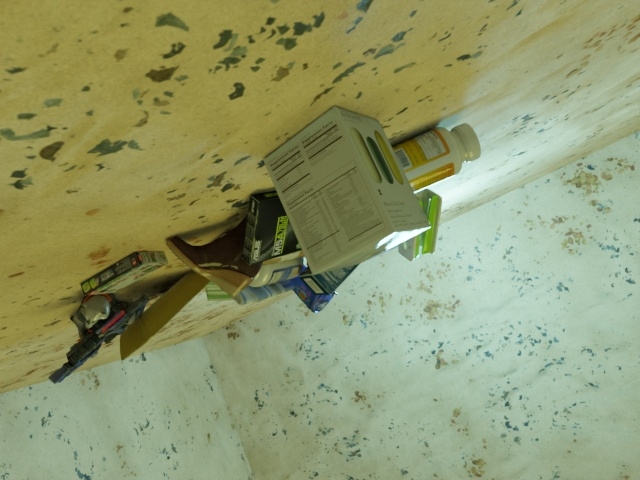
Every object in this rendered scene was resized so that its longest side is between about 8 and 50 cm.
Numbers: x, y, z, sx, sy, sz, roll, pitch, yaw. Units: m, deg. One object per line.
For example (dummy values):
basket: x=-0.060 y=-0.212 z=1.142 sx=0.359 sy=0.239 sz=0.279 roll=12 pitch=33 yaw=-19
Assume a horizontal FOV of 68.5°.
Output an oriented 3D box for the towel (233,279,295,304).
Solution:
towel: x=-0.245 y=0.132 z=1.704 sx=0.285 sy=0.209 sz=0.034 roll=-10 pitch=137 yaw=-51

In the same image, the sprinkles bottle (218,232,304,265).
sprinkles bottle: x=-0.160 y=0.017 z=1.488 sx=0.121 sy=0.121 sz=0.356 roll=-31 pitch=168 yaw=37

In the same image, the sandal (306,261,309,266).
sandal: x=0.001 y=-0.002 z=1.866 sx=0.120 sy=0.086 sz=0.302 roll=-61 pitch=179 yaw=-41

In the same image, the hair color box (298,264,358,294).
hair color box: x=0.090 y=0.042 z=1.700 sx=0.347 sy=0.105 sz=0.174 roll=-44 pitch=-171 yaw=-18

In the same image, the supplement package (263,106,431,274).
supplement package: x=0.057 y=-0.097 z=0.969 sx=0.198 sy=0.262 sz=0.199 roll=-30 pitch=168 yaw=31

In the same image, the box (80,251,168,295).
box: x=-0.530 y=0.089 z=1.274 sx=0.207 sy=0.036 sz=0.114 roll=-27 pitch=169 yaw=18

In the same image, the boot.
boot: x=-0.260 y=0.010 z=1.265 sx=0.206 sy=0.248 sz=0.090 roll=-56 pitch=-158 yaw=-11

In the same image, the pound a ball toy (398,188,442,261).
pound a ball toy: x=0.356 y=-0.077 z=1.881 sx=0.208 sy=0.136 sz=0.319 roll=-17 pitch=126 yaw=-23

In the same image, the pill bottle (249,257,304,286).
pill bottle: x=-0.195 y=0.079 z=1.641 sx=0.152 sy=0.152 sz=0.272 roll=-31 pitch=167 yaw=35

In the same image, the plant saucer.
plant saucer: x=-0.558 y=0.247 z=1.651 sx=0.333 sy=0.081 sz=0.332 roll=-34 pitch=-168 yaw=46

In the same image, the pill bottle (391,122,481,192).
pill bottle: x=0.283 y=-0.213 z=1.232 sx=0.246 sy=0.136 sz=0.136 roll=-23 pitch=170 yaw=0

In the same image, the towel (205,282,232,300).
towel: x=-0.345 y=0.191 z=1.904 sx=0.248 sy=0.038 sz=0.325 roll=0 pitch=160 yaw=-11

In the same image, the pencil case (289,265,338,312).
pencil case: x=-0.078 y=0.145 z=1.842 sx=0.119 sy=0.306 sz=0.133 roll=-37 pitch=156 yaw=-23

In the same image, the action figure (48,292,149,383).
action figure: x=-0.709 y=0.265 z=1.421 sx=0.341 sy=0.178 sz=0.330 roll=-47 pitch=-178 yaw=-40

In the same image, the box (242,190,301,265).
box: x=-0.110 y=-0.042 z=1.231 sx=0.184 sy=0.045 sz=0.190 roll=-16 pitch=131 yaw=-42

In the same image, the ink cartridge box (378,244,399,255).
ink cartridge box: x=0.213 y=-0.036 z=1.962 sx=0.186 sy=0.065 sz=0.311 roll=-24 pitch=145 yaw=18
